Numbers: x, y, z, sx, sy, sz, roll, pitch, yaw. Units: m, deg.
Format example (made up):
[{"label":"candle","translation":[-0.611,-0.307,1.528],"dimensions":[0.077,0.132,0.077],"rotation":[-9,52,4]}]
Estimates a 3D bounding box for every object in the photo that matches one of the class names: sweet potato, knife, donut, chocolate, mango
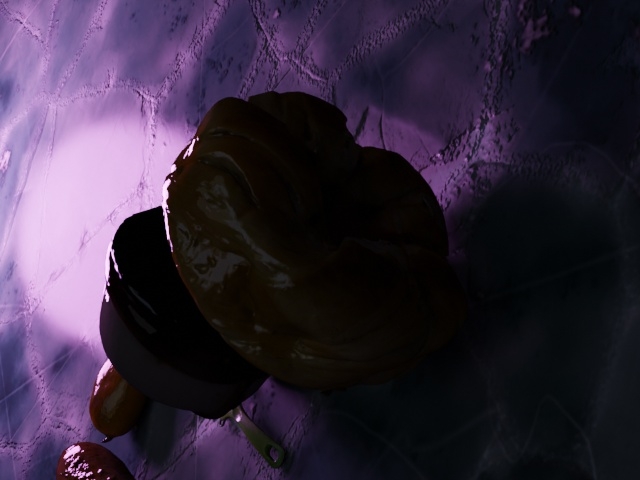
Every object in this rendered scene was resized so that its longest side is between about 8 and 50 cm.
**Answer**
[{"label":"sweet potato","translation":[-0.268,0.381,1.743],"dimensions":[0.385,0.109,0.109],"rotation":[28,100,49]},{"label":"knife","translation":[-0.090,0.238,1.618],"dimensions":[0.166,0.022,0.078],"rotation":[44,118,52]},{"label":"donut","translation":[0.000,0.000,1.315],"dimensions":[0.170,0.360,0.360],"rotation":[-44,45,31]},{"label":"chocolate","translation":[-0.144,0.099,1.568],"dimensions":[0.283,0.283,0.186],"rotation":[58,139,46]},{"label":"mango","translation":[-0.290,0.209,1.872],"dimensions":[0.101,0.066,0.187],"rotation":[10,77,54]}]
